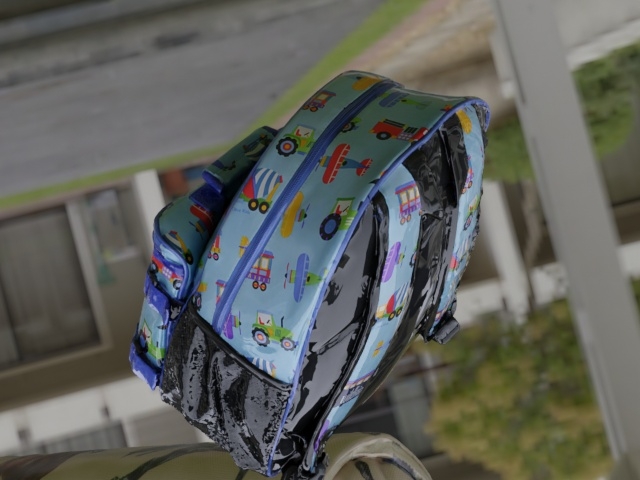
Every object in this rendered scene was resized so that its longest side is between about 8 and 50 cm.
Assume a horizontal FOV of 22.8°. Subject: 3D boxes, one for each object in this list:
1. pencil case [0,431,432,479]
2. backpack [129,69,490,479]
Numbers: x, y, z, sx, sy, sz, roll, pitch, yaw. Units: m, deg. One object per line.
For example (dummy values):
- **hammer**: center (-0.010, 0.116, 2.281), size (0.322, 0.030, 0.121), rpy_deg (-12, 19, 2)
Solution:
- **pencil case**: center (-0.099, 0.238, 1.150), size (0.410, 0.184, 0.160), rpy_deg (-10, 177, 37)
- **backpack**: center (0.000, 0.000, 0.712), size (0.158, 0.117, 0.173), rpy_deg (-42, 158, -40)
